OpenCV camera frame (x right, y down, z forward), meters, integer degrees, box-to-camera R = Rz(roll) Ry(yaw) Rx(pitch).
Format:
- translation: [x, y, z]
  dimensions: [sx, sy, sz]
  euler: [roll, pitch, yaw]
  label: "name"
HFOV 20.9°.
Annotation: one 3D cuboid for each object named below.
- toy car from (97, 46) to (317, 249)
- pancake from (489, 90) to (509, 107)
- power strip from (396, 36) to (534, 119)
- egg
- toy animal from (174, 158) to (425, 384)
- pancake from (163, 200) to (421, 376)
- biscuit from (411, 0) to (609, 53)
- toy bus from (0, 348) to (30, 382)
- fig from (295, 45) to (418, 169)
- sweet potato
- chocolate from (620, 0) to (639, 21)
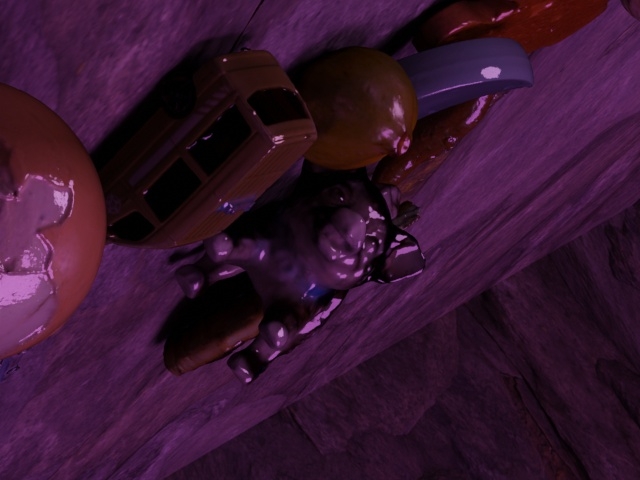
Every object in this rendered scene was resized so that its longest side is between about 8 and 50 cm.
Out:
- translation: [-0.123, -0.059, 1.563]
  dimensions: [0.257, 0.124, 0.101]
  euler: [-42, 165, 31]
  label: "toy car"
- translation: [0.196, -0.176, 2.263]
  dimensions: [0.158, 0.028, 0.158]
  euler: [-36, 169, -8]
  label: "pancake"
- translation: [0.096, -0.154, 1.871]
  dimensions: [0.253, 0.054, 0.167]
  euler: [-20, 168, 24]
  label: "power strip"
- translation: [-0.248, -0.013, 1.212]
  dimensions: [0.201, 0.201, 0.244]
  euler: [-34, -179, 0]
  label: "egg"
- translation: [0.000, 0.000, 2.020]
  dimensions: [0.303, 0.194, 0.344]
  euler: [-35, 180, -17]
  label: "toy animal"
- translation: [-0.047, 0.057, 2.350]
  dimensions: [0.305, 0.067, 0.427]
  euler: [-39, -176, -39]
  label: "pancake"
- translation: [0.229, -0.262, 1.922]
  dimensions: [0.202, 0.047, 0.334]
  euler: [-34, 168, 25]
  label: "biscuit"
- translation: [-0.355, 0.125, 1.910]
  dimensions: [0.052, 0.037, 0.130]
  euler: [-22, 166, -30]
  label: "toy bus"
- translation: [0.029, -0.133, 1.733]
  dimensions: [0.136, 0.120, 0.153]
  euler: [-39, -167, -6]
  label: "fig"
- translation: [0.142, -0.136, 2.172]
  dimensions: [0.274, 0.067, 0.067]
  euler: [-45, 165, 32]
  label: "sweet potato"
- translation: [0.397, -0.322, 1.975]
  dimensions: [0.134, 0.134, 0.309]
  euler: [-35, 164, 4]
  label: "chocolate"
